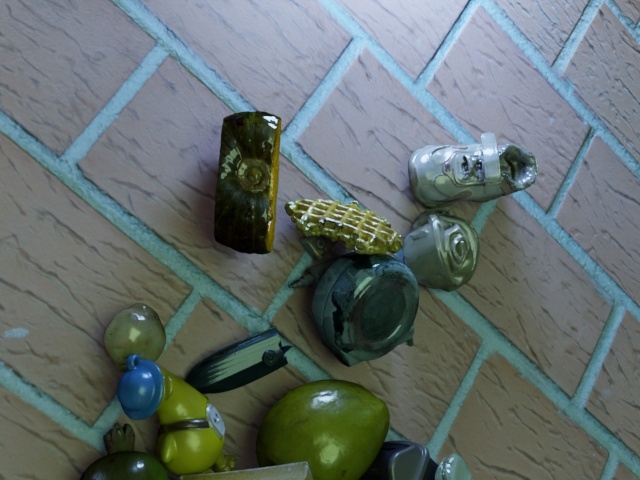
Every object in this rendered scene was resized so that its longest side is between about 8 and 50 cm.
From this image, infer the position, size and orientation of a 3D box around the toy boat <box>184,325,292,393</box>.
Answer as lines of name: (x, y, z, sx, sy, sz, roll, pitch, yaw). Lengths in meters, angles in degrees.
toy boat: (-0.186, 0.272, 1.804, 0.246, 0.103, 0.092, -23, 108, -18)

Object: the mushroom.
mushroom: (-0.382, 0.199, 1.677, 0.148, 0.112, 0.147, -26, 125, -44)

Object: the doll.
doll: (-0.293, 0.367, 1.680, 0.363, 0.145, 0.199, 60, 25, -27)

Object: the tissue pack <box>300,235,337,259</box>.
tissue pack: (0.000, 0.000, 1.979, 0.083, 0.035, 0.063, -44, 104, -30)

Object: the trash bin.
trash bin: (0.200, 0.586, 1.907, 0.290, 0.210, 0.182, 44, 55, -23)

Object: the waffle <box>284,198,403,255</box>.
waffle: (0.059, -0.035, 1.910, 0.291, 0.291, 0.051, 7, 113, -29)

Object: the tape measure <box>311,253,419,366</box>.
tape measure: (0.104, 0.157, 1.923, 0.256, 0.147, 0.274, -19, 119, -33)

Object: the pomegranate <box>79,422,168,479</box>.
pomegranate: (-0.376, 0.473, 1.608, 0.179, 0.179, 0.210, 32, 61, -23)

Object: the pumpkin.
pumpkin: (-0.160, -0.124, 1.819, 0.139, 0.222, 0.316, 1, 79, -2)

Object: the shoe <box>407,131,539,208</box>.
shoe: (0.401, -0.191, 2.148, 0.351, 0.198, 0.171, -7, 85, -32)

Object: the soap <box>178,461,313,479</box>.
soap: (-0.134, 0.567, 1.631, 0.143, 0.281, 0.259, -76, 155, -59)

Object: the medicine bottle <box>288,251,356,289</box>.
medicine bottle: (0.008, 0.081, 1.957, 0.199, 0.058, 0.057, -18, 92, -32)

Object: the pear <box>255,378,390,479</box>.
pear: (0.007, 0.430, 1.791, 0.307, 0.253, 0.252, -30, 98, -27)

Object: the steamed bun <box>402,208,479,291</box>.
steamed bun: (0.327, 0.020, 2.103, 0.218, 0.144, 0.211, 20, 72, -27)

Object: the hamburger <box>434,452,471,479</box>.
hamburger: (0.296, 0.527, 1.840, 0.121, 0.054, 0.084, -38, 102, -51)
